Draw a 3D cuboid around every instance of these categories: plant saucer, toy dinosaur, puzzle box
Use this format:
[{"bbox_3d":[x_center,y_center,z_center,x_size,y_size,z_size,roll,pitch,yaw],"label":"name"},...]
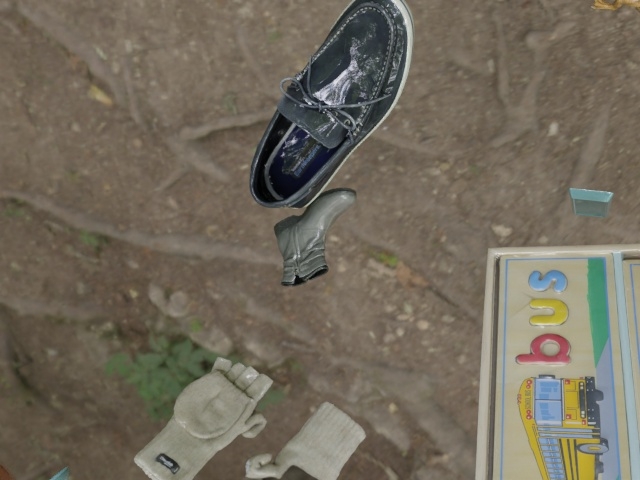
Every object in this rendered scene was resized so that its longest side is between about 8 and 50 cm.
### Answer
[{"bbox_3d":[-0.518,0.473,1.519,0.119,0.119,0.021,-37,91,40],"label":"plant saucer"},{"bbox_3d":[0.465,-0.360,1.188,0.112,0.211,0.064,14,79,28],"label":"toy dinosaur"},{"bbox_3d":[0.440,-0.059,1.313,0.067,0.192,0.018,7,85,19],"label":"plant saucer"},{"bbox_3d":[0.282,0.171,0.746,0.272,0.408,0.052,-3,139,17],"label":"puzzle box"}]

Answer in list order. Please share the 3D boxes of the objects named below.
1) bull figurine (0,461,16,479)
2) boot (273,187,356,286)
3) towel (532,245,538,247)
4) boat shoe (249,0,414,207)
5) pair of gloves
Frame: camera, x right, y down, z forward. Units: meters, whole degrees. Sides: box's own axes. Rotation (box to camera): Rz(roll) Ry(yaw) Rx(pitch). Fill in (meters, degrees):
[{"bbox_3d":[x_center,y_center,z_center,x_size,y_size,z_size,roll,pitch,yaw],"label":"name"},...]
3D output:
[{"bbox_3d":[-0.251,0.257,0.572,0.189,0.101,0.310,7,121,14],"label":"bull figurine"},{"bbox_3d":[0.000,0.000,1.784,0.247,0.083,0.161,-33,57,34],"label":"boot"},{"bbox_3d":[0.305,0.068,1.074,0.029,0.067,0.119,-18,95,-5],"label":"towel"},{"bbox_3d":[0.013,-0.250,1.547,0.187,0.156,0.500,41,120,11],"label":"boat shoe"},{"bbox_3d":[-0.085,0.268,1.028,0.240,0.204,0.042,27,145,12],"label":"pair of gloves"}]
